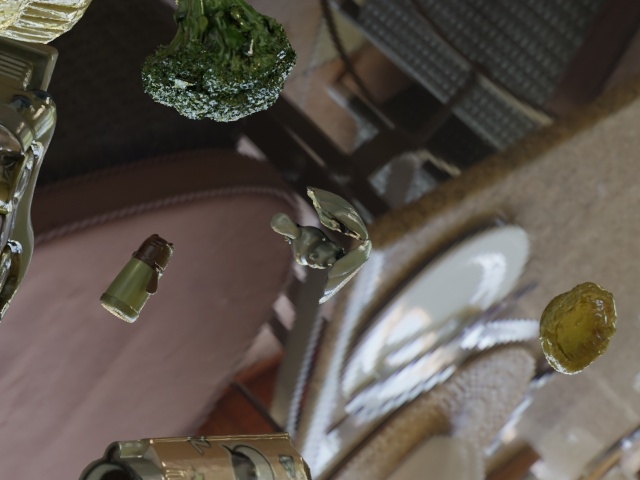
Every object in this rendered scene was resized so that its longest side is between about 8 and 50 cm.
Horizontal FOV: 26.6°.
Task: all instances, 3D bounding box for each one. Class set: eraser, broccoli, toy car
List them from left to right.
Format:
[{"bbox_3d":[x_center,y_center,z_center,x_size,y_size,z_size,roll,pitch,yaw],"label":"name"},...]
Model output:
[{"bbox_3d":[-0.458,-0.083,1.660,0.226,0.242,0.336,-75,-175,-52],"label":"toy car"},{"bbox_3d":[-0.104,0.274,1.286,0.087,0.171,0.290,-23,163,26],"label":"eraser"},{"bbox_3d":[-0.122,-0.207,1.540,0.195,0.195,0.156,-33,115,-25],"label":"broccoli"}]

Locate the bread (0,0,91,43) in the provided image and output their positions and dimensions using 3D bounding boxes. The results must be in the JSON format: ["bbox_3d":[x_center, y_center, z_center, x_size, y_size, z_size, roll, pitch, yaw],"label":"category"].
[{"bbox_3d":[-0.222,-0.252,1.051,0.106,0.140,0.236,4,155,-31],"label":"bread"}]

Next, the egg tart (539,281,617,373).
[{"bbox_3d":[0.258,0.087,1.388,0.105,0.039,0.105,-15,118,-29],"label":"egg tart"}]

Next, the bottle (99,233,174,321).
[{"bbox_3d":[-0.200,0.040,1.513,0.101,0.063,0.047,-57,149,-15],"label":"bottle"}]

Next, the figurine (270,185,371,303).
[{"bbox_3d":[0.000,0.000,1.210,0.082,0.086,0.094,-45,175,-6],"label":"figurine"}]
